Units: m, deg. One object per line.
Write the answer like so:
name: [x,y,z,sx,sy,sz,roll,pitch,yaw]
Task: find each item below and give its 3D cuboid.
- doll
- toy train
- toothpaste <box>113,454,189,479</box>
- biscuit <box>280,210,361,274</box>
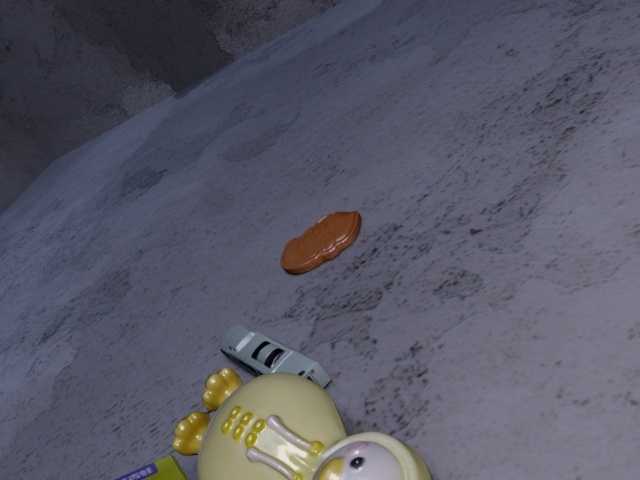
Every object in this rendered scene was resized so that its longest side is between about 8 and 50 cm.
doll: [-0.014,0.185,0.593,0.296,0.117,0.141,2,48,53]
toy train: [-0.065,0.135,0.821,0.043,0.047,0.207,-45,28,-19]
toothpaste: [-0.113,0.288,0.552,0.110,0.077,0.327,-20,19,-22]
biscuit: [0.000,0.000,0.995,0.130,0.019,0.102,-31,27,10]
